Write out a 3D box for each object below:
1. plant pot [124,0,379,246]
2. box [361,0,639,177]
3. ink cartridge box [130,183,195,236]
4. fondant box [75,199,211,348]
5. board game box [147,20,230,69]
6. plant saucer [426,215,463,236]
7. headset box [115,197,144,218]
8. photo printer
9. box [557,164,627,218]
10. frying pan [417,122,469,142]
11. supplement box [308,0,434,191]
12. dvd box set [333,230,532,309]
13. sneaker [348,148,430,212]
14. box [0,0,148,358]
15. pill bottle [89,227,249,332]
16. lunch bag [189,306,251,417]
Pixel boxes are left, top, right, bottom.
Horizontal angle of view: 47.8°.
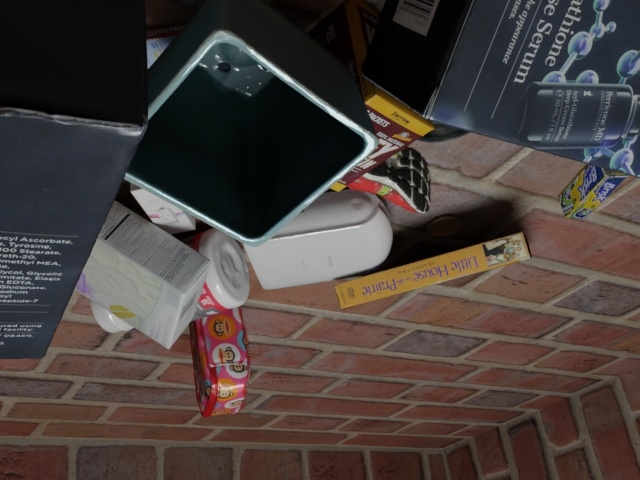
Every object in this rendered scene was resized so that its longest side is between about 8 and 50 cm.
[{"bbox_3d":[-0.105,-0.194,0.955,0.247,0.252,0.248,30,127,-32],"label":"plant pot"},{"bbox_3d":[0.299,-0.268,0.886,0.395,0.212,0.293,10,112,-24],"label":"box"},{"bbox_3d":[-0.276,-0.089,1.305,0.067,0.115,0.198,-10,152,4],"label":"ink cartridge box"},{"bbox_3d":[-0.382,0.039,1.353,0.330,0.096,0.238,33,144,4],"label":"fondant box"},{"bbox_3d":[-0.182,-0.237,1.153,0.145,0.027,0.281,-8,151,2],"label":"board game box"},{"bbox_3d":[0.280,-0.035,1.632,0.083,0.015,0.083,-5,150,-3],"label":"plant saucer"},{"bbox_3d":[-0.380,-0.036,1.428,0.032,0.062,0.083,-17,149,18],"label":"headset box"},{"bbox_3d":[0.000,0.000,1.534,0.307,0.107,0.256,-9,151,2],"label":"photo printer"},{"bbox_3d":[0.570,-0.113,1.517,0.054,0.059,0.169,-2,151,-15],"label":"box"},{"bbox_3d":[0.232,-0.282,1.145,0.197,0.053,0.326,-3,141,-20],"label":"frying pan"},{"bbox_3d":[0.039,-0.213,1.079,0.129,0.191,0.194,21,140,-41],"label":"supplement box"},{"bbox_3d":[0.269,0.069,1.655,0.420,0.062,0.307,-17,174,15],"label":"dvd box set"},{"bbox_3d":[0.109,-0.128,1.373,0.118,0.107,0.279,-9,154,43],"label":"sneaker"},{"bbox_3d":[-0.381,-0.186,0.737,0.297,0.480,0.472,6,149,-26],"label":"box"},{"bbox_3d":[-0.329,0.098,1.561,0.318,0.176,0.176,-18,149,18],"label":"pill bottle"},{"bbox_3d":[-0.255,0.280,1.787,0.120,0.293,0.258,-3,150,-17],"label":"lunch bag"}]
